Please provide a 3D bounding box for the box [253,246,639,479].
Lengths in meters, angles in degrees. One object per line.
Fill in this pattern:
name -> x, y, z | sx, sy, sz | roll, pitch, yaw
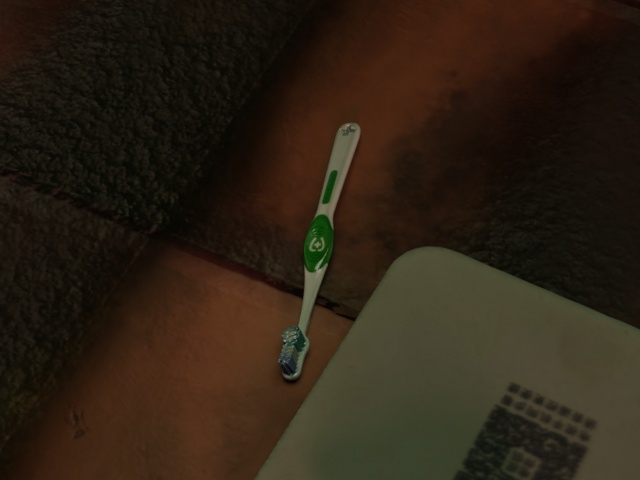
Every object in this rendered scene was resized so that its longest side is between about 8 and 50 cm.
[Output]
box -> 0.150, 0.209, 1.168 | 0.367, 0.090, 0.373 | 24, 57, 17

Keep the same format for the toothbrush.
toothbrush -> 0.000, 0.001, 1.361 | 0.030, 0.030, 0.304 | 10, 51, 6
